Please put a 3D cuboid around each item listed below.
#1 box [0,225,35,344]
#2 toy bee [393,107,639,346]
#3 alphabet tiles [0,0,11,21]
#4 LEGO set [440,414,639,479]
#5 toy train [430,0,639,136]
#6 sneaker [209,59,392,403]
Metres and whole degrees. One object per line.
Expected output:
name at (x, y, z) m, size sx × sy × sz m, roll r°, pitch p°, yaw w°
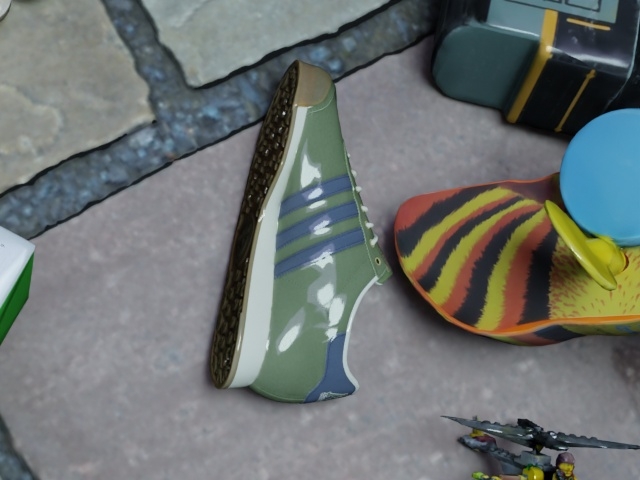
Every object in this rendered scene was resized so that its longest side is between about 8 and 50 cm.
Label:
box at (-0.296, 0.069, 0.592) m, size 0.231 × 0.127 × 0.262 m, roll 28°, pitch 71°, yaw -6°
toy bee at (0.183, 0.010, 0.661) m, size 0.195 × 0.298 × 0.162 m, roll 6°, pitch 66°, yaw -40°
alphabet tiles at (-0.272, -0.224, 0.732) m, size 0.284 × 0.021 × 0.278 m, roll -36°, pitch 84°, yaw -21°
LEGO set at (0.226, 0.164, 0.637) m, size 0.331 × 0.255 × 0.192 m, roll 8°, pitch 97°, yaw -4°
toy train at (0.181, -0.212, 0.795) m, size 0.190 × 0.142 × 0.334 m, roll 12°, pitch 72°, yaw -1°
sneaker at (0.000, 0.000, 0.727) m, size 0.086 × 0.064 × 0.192 m, roll 17°, pitch 72°, yaw -18°
